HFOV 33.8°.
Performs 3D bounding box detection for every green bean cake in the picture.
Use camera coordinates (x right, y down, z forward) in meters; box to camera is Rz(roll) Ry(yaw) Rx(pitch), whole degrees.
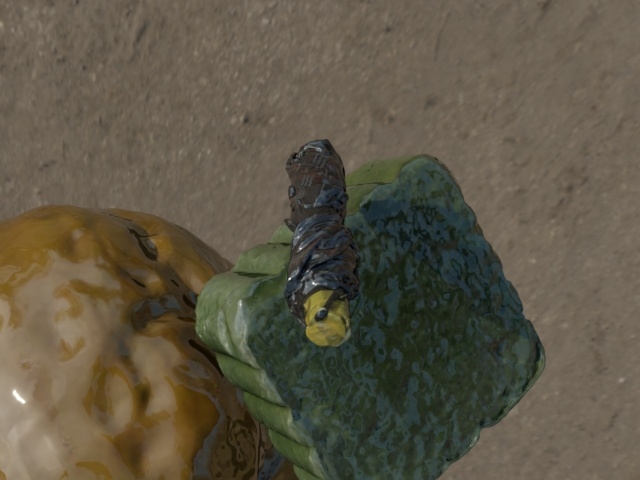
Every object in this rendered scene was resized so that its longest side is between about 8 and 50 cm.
[{"bbox_3d":[0.034,0.062,0.677,0.183,0.094,0.185,-40,108,-21],"label":"green bean cake"}]

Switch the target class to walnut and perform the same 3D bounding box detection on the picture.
[{"bbox_3d":[-0.181,0.150,0.915,0.308,0.354,0.398,-32,57,11],"label":"walnut"}]

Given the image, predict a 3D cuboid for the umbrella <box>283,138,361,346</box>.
[{"bbox_3d":[0.000,0.000,0.527,0.037,0.040,0.144,-1,36,-2],"label":"umbrella"}]
